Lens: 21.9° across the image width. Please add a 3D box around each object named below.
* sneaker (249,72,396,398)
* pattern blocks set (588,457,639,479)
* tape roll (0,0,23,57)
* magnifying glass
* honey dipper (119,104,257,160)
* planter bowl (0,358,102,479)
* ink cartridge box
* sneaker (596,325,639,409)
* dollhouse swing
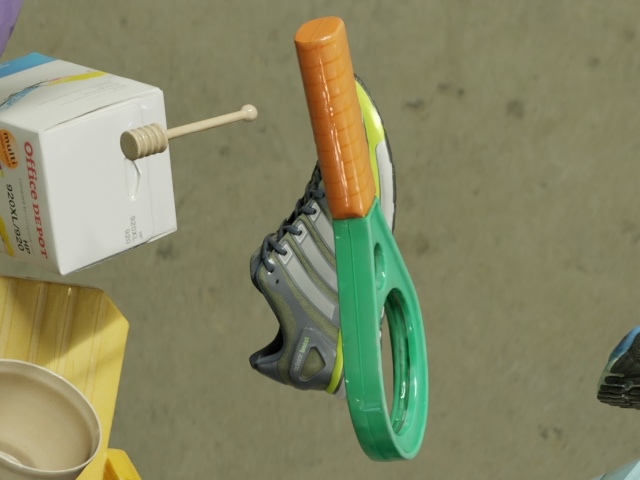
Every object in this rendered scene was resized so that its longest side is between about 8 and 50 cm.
[{"bbox_3d":[0.000,0.000,1.453,0.121,0.111,0.300,3,100,-4],"label":"sneaker"},{"bbox_3d":[0.113,0.138,0.639,0.325,0.285,0.026,-29,89,-49],"label":"pattern blocks set"},{"bbox_3d":[-0.200,-0.111,0.565,0.189,0.080,0.189,-1,84,10],"label":"tape roll"},{"bbox_3d":[0.022,0.005,0.794,0.026,0.231,0.092,-5,28,18],"label":"magnifying glass"},{"bbox_3d":[-0.124,-0.110,1.603,0.160,0.030,0.030,-21,63,-42],"label":"honey dipper"},{"bbox_3d":[-0.328,0.220,1.753,0.162,0.109,0.162,24,30,-15],"label":"planter bowl"},{"bbox_3d":[-0.299,-0.088,1.821,0.232,0.171,0.168,18,32,42],"label":"ink cartridge box"},{"bbox_3d":[0.188,0.055,0.886,0.063,0.162,0.073,2,83,22],"label":"sneaker"},{"bbox_3d":[-0.335,0.230,1.785,0.346,0.305,0.315,9,18,-27],"label":"dollhouse swing"}]
